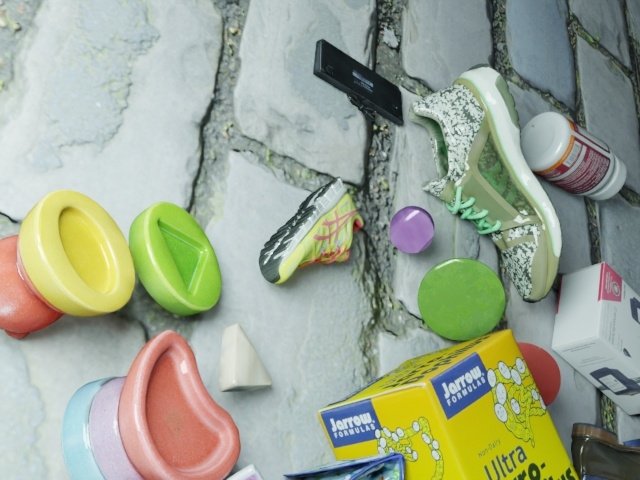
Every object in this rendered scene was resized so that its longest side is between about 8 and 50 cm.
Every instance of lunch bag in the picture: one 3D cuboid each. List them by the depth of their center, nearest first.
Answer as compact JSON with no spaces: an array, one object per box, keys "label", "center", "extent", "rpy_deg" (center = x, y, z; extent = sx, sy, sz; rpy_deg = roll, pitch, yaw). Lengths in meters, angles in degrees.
[{"label":"lunch bag","center":[0.014,0.292,0.789],"extent":[0.151,0.129,0.096],"rpy_deg":[-40,99,-43]}]

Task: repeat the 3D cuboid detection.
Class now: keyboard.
[{"label":"keyboard","center":[0.062,-0.242,1.159],"extent":[0.180,0.023,0.108],"rpy_deg":[24,50,-30]}]

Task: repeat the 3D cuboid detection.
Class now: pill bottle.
[{"label":"pill bottle","center":[0.501,-0.161,1.433],"extent":[0.221,0.121,0.121],"rpy_deg":[21,58,-33]}]

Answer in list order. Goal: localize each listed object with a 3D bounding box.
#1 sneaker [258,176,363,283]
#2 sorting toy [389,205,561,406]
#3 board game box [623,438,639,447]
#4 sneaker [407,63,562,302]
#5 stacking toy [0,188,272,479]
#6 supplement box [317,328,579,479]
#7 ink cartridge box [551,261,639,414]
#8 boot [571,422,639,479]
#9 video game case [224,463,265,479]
[{"label":"sneaker","center":[0.000,0.000,0.949],"extent":[0.094,0.081,0.208],"rpy_deg":[53,45,-12]},{"label":"sorting toy","center":[0.231,0.094,1.115],"extent":[0.365,0.127,0.126],"rpy_deg":[53,17,-4]},{"label":"board game box","center":[0.665,0.444,1.346],"extent":[0.243,0.042,0.165],"rpy_deg":[7,66,-39]},{"label":"sneaker","center":[0.257,-0.080,1.207],"extent":[0.182,0.158,0.410],"rpy_deg":[-18,84,-13]},{"label":"stacking toy","center":[-0.198,0.106,0.745],"extent":[0.308,0.130,0.279],"rpy_deg":[65,19,-1]},{"label":"supplement box","center":[0.184,0.320,0.878],"extent":[0.194,0.195,0.356],"rpy_deg":[-19,83,-44]},{"label":"ink cartridge box","center":[0.542,0.182,1.321],"extent":[0.237,0.100,0.172],"rpy_deg":[39,50,-21]},{"label":"boot","center":[0.504,0.393,1.205],"extent":[0.219,0.082,0.106],"rpy_deg":[25,64,-11]},{"label":"video game case","center":[-0.093,0.316,0.693],"extent":[0.157,0.019,0.143],"rpy_deg":[-32,93,-2]}]
